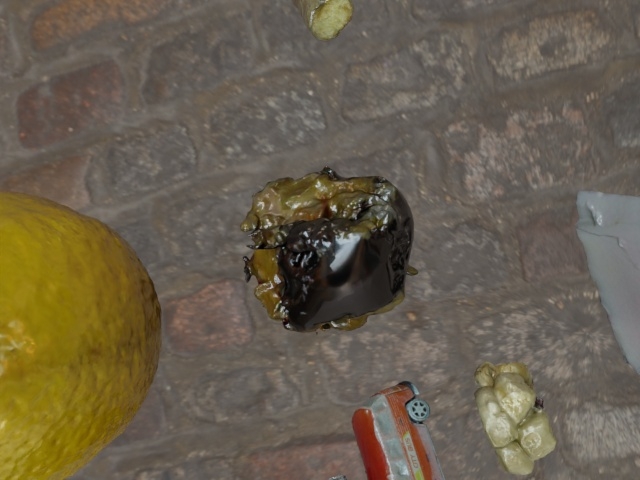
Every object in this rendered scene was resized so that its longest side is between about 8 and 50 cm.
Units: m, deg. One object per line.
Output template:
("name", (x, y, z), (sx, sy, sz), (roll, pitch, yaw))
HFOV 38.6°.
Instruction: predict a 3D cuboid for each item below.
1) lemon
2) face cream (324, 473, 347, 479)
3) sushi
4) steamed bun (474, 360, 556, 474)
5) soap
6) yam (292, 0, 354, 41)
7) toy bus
("lemon", (-0.199, 0.062, 0.554), (0.188, 0.256, 0.188), (4, 99, 29))
("face cream", (0.078, 0.580, 1.597), (0.105, 0.105, 0.349), (-20, 90, 14))
("sushi", (0.016, 0.025, 1.122), (0.200, 0.213, 0.204), (5, 124, 24))
("steamed bun", (0.340, 0.302, 1.567), (0.106, 0.177, 0.192), (-18, 96, 15))
("soap", (0.479, 0.074, 1.351), (0.159, 0.257, 0.302), (17, 100, 51))
("yam", (-0.023, -0.420, 1.476), (0.081, 0.081, 0.357), (-36, 36, 10))
("toy bus", (0.139, 0.376, 1.541), (0.119, 0.121, 0.265), (-9, 70, -24))
